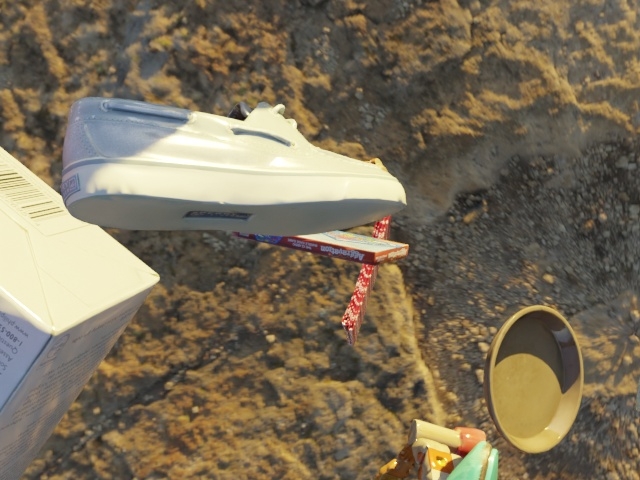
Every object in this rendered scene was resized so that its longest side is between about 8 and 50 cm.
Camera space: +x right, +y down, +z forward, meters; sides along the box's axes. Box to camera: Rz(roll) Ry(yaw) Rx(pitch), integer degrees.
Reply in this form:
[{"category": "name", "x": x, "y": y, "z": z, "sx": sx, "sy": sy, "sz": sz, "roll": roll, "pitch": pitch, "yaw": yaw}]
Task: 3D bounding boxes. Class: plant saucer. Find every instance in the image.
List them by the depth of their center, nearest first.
[{"category": "plant saucer", "x": 0.402, "y": 0.262, "z": 1.483, "sx": 0.041, "sy": 0.278, "sz": 0.278, "roll": -3, "pitch": 81, "yaw": 53}]

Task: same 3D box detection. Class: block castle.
[{"category": "block castle", "x": 0.246, "y": 0.600, "z": 1.517, "sx": 0.213, "sy": 0.453, "sz": 0.303, "roll": 19, "pitch": 122, "yaw": -13}]

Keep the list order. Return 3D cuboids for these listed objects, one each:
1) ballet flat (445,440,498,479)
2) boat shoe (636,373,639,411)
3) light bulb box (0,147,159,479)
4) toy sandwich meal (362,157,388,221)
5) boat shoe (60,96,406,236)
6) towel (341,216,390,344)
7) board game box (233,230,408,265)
[{"category": "ballet flat", "x": 0.111, "y": 0.299, "z": 0.710, "sx": 0.087, "sy": 0.083, "sz": 0.247, "roll": 5, "pitch": 99, "yaw": 25}, {"category": "boat shoe", "x": 0.512, "y": 0.097, "z": 1.059, "sx": 0.103, "sy": 0.113, "sz": 0.302, "roll": 11, "pitch": 95, "yaw": 30}, {"category": "light bulb box", "x": -0.427, "y": 0.087, "z": 0.775, "sx": 0.358, "sy": 0.225, "sz": 0.361, "roll": 39, "pitch": 104, "yaw": 5}, {"category": "toy sandwich meal", "x": 0.068, "y": -0.066, "z": 1.016, "sx": 0.029, "sy": 0.085, "sz": 0.085, "roll": 2, "pitch": 84, "yaw": 22}, {"category": "boat shoe", "x": -0.044, "y": -0.051, "z": 0.485, "sx": 0.079, "sy": 0.227, "sz": 0.081, "roll": -28, "pitch": 65, "yaw": 55}, {"category": "towel", "x": 0.100, "y": 0.078, "z": 1.668, "sx": 0.031, "sy": 0.199, "sz": 0.275, "roll": 17, "pitch": 75, "yaw": 9}, {"category": "board game box", "x": 0.000, "y": 0.000, "z": 1.394, "sx": 0.281, "sy": 0.145, "sz": 0.027, "roll": 12, "pitch": 101, "yaw": 27}]
